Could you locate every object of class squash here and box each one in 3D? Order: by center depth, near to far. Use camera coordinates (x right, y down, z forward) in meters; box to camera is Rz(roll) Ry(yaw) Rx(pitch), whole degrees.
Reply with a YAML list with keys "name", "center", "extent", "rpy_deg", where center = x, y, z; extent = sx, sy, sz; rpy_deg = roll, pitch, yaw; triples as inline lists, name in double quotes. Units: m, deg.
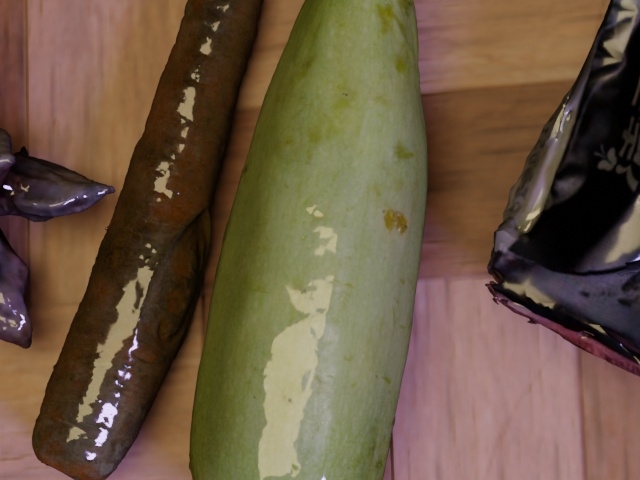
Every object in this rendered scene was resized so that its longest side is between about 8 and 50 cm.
- name: "squash"
  center: [0.001, 0.002, 1.074]
  extent: [0.118, 0.118, 0.371]
  rpy_deg: [6, 80, 15]

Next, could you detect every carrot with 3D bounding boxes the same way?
- name: "carrot"
  center: [-0.090, -0.023, 1.124]
  extent: [0.070, 0.070, 0.342]
  rpy_deg: [16, 84, 15]

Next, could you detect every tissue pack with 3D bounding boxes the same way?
- name: "tissue pack"
  center: [0.274, -0.013, 1.002]
  extent: [0.332, 0.123, 0.245]
  rpy_deg: [25, 86, 16]

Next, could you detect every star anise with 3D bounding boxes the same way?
- name: "star anise"
  center: [-0.258, -0.055, 1.146]
  extent: [0.212, 0.129, 0.283]
  rpy_deg: [-38, 70, 23]
